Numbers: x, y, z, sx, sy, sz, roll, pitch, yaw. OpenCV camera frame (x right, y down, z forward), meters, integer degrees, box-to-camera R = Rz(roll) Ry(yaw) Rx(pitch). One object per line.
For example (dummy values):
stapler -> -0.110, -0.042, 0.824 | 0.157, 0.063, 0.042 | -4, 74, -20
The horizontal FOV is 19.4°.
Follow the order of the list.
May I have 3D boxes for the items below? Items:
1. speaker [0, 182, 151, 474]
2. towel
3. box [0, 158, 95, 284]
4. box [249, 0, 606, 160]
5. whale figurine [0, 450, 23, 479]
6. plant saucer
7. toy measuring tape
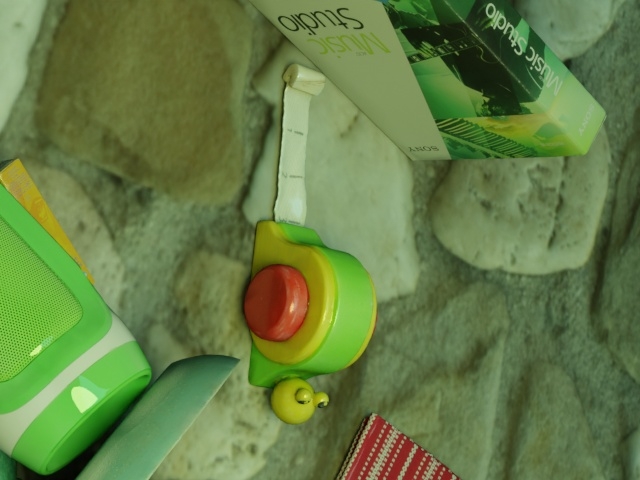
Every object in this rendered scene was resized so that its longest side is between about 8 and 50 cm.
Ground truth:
speaker -> -0.258, 0.025, 1.332 | 0.296, 0.131, 0.131 | 45, 52, 9
towel -> 0.094, 0.315, 1.789 | 0.275, 0.031, 0.199 | 41, 63, -31
box -> -0.234, 0.000, 1.473 | 0.028, 0.081, 0.136 | -48, 118, -35
box -> 0.076, -0.186, 1.671 | 0.322, 0.232, 0.058 | 41, 66, -33
whale figurine -> -0.278, 0.150, 1.380 | 0.216, 0.141, 0.272 | 43, 57, -32
plant saucer -> -0.173, 0.202, 1.392 | 0.044, 0.317, 0.317 | 38, 58, -1
toy measuring tape -> 0.000, 0.000, 1.668 | 0.121, 0.121, 0.330 | 14, 77, -41
